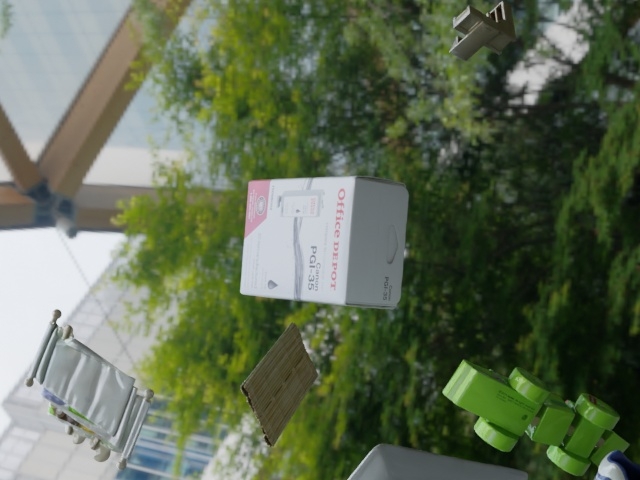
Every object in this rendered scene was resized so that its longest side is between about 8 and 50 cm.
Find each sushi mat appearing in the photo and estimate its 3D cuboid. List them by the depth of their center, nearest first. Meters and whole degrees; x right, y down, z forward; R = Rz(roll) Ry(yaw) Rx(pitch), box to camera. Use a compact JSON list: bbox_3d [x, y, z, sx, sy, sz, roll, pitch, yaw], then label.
[{"bbox_3d":[-0.085,0.309,2.110,0.151,0.019,0.316,69,-156,-14],"label":"sushi mat"}]

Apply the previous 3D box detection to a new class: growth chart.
[{"bbox_3d":[-0.374,0.244,1.538,0.172,0.237,0.021,-59,-14,18],"label":"growth chart"}]

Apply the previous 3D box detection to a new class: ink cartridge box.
[{"bbox_3d":[0.000,0.000,1.592,0.117,0.283,0.207,7,-94,-40],"label":"ink cartridge box"}]

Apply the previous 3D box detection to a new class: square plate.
[{"bbox_3d":[0.080,0.408,1.171,0.344,0.049,0.347,23,-74,-47],"label":"square plate"}]

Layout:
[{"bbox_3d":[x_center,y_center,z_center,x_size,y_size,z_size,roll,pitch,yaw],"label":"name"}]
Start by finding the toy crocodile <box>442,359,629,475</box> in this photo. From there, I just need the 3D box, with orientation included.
[{"bbox_3d":[0.335,0.266,1.464,0.115,0.341,0.105,-63,20,12],"label":"toy crocodile"}]

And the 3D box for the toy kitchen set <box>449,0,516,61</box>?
[{"bbox_3d":[0.212,-0.295,1.321,0.083,0.068,0.075,23,-131,-27],"label":"toy kitchen set"}]

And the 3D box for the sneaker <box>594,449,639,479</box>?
[{"bbox_3d":[0.506,0.353,1.258,0.112,0.297,0.131,-56,-31,-66],"label":"sneaker"}]
